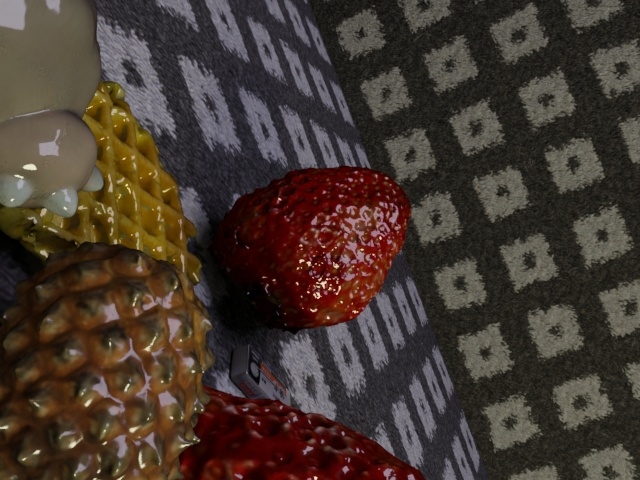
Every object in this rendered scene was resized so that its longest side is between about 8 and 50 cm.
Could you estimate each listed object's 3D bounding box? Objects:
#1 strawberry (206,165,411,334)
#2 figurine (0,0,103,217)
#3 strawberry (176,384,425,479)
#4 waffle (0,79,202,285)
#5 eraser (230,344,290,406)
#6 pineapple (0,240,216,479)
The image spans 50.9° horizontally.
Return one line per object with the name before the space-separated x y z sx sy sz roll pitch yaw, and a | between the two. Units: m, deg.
strawberry | 0.000 0.000 0.986 0.238 0.288 0.250 55 -2 -11
figurine | -0.266 -0.190 0.473 0.248 0.203 0.380 14 51 -31
strawberry | -0.037 0.289 0.596 0.292 0.310 0.291 11 90 -81
waffle | -0.221 -0.037 0.697 0.312 0.060 0.307 -51 122 -71
eraser | -0.080 0.199 0.926 0.122 0.029 0.052 57 20 -36
pineapple | -0.176 0.176 0.454 0.175 0.175 0.361 53 38 -44
